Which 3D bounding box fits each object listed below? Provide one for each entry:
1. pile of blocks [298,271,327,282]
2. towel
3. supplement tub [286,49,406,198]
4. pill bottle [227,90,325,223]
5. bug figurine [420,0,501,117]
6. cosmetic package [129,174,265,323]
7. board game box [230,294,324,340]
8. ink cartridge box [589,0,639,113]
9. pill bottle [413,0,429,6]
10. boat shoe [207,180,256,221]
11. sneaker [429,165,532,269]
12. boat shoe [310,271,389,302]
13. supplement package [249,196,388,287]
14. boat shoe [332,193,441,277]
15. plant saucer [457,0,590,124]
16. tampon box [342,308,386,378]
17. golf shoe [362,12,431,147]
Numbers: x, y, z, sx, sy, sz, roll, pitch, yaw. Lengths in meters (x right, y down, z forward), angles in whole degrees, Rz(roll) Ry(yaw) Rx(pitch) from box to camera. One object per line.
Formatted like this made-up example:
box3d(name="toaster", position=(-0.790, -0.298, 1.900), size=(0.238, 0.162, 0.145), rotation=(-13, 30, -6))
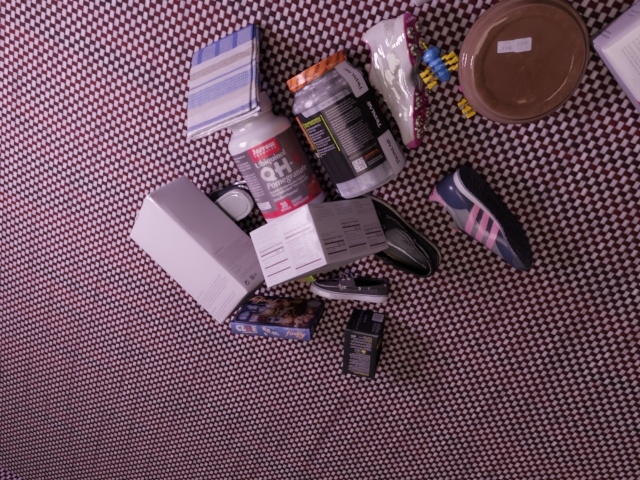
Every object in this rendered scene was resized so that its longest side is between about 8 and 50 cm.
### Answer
box3d(name="pile of blocks", position=(-0.113, 0.078, 1.588), size=(0.362, 0.112, 0.149), rotation=(-7, 113, 20))
box3d(name="towel", position=(-0.234, -0.388, 1.331), size=(0.209, 0.285, 0.034), rotation=(-16, 150, 22))
box3d(name="supplement tub", position=(0.059, -0.278, 1.314), size=(0.194, 0.193, 0.316), rotation=(-22, 108, 25))
box3d(name="pill bottle", position=(-0.128, -0.213, 1.411), size=(0.176, 0.176, 0.318), rotation=(-19, 109, 24))
box3d(name="bug figurine", position=(0.370, -0.409, 1.222), size=(0.279, 0.072, 0.216), rotation=(-30, 112, 17))
box3d(name="cosmetic package", position=(-0.325, 0.026, 1.497), size=(0.365, 0.155, 0.197), rotation=(45, 133, 2))
box3d(name="board game box", position=(-0.125, 0.228, 1.635), size=(0.243, 0.165, 0.042), rotation=(2, 116, 15))
box3d(name="ink cartridge box", position=(0.786, -0.406, 1.057), size=(0.385, 0.160, 0.279), rotation=(-36, 102, 28))
box3d(name="pill bottle", position=(0.300, -0.607, 1.102), size=(0.283, 0.160, 0.160), rotation=(-21, 108, 25))
box3d(name="boat shoe", position=(-0.285, -0.090, 1.567), size=(0.303, 0.091, 0.114), rotation=(-13, 116, 36))
box3d(name="sneaker", position=(0.411, -0.041, 1.394), size=(0.319, 0.112, 0.131), rotation=(51, 135, -8))
box3d(name="boat shoe", position=(0.088, 0.126, 1.559), size=(0.229, 0.080, 0.076), rotation=(9, 108, -2))
box3d(name="supplement package", position=(0.000, 0.000, 1.346), size=(0.204, 0.262, 0.145), rotation=(-23, 82, 38))
box3d(name="boat shoe", position=(0.170, -0.007, 1.461), size=(0.340, 0.113, 0.127), rotation=(38, 121, -4))
box3d(name="plant saucer", position=(0.438, -0.382, 1.170), size=(0.278, 0.041, 0.277), rotation=(2, 118, 3))
box3d(name="tampon box", position=(0.130, 0.307, 1.624), size=(0.101, 0.120, 0.161), rotation=(9, 118, 13))
box3d(name="golf shoe", position=(0.182, -0.371, 1.295), size=(0.140, 0.115, 0.306), rotation=(3, 113, 30))
